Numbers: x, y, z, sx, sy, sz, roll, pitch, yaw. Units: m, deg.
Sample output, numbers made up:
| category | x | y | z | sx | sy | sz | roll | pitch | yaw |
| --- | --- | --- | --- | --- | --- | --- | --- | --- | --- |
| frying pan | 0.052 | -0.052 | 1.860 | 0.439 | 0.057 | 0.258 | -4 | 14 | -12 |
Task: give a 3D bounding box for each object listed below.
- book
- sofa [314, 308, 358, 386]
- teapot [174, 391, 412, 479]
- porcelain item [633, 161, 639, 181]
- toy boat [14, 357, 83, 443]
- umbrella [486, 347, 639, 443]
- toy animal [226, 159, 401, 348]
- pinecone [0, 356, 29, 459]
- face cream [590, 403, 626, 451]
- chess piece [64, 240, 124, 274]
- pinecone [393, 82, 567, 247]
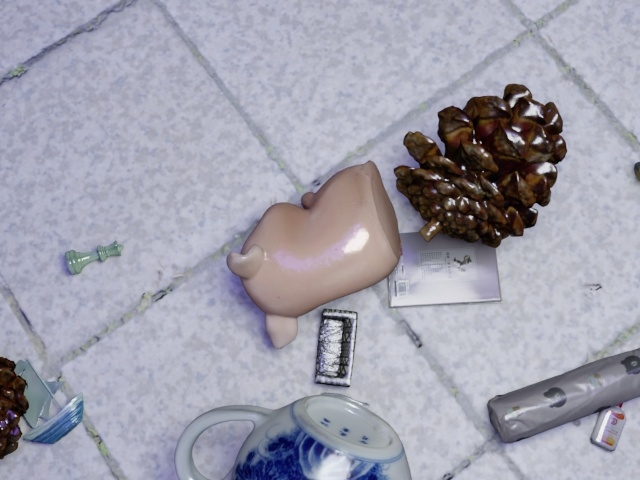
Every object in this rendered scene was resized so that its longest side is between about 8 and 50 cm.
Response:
| category | x | y | z | sx | sy | sz | roll | pitch | yaw |
| --- | --- | --- | --- | --- | --- | --- | --- | --- | --- |
| book | 0.199 | 0.044 | 1.254 | 0.182 | 0.014 | 0.127 | -4 | 75 | 2 |
| sofa | 0.025 | 0.169 | 1.217 | 0.060 | 0.039 | 0.118 | 6 | 75 | 5 |
| teapot | -0.011 | 0.368 | 1.069 | 0.424 | 0.252 | 0.280 | 23 | 101 | 9 |
| porcelain item | 0.617 | -0.122 | 1.249 | 0.216 | 0.069 | 0.081 | -11 | 87 | -1 |
| toy boat | -0.446 | 0.260 | 1.217 | 0.149 | 0.034 | 0.105 | 28 | 76 | 9 |
| umbrella | 0.418 | 0.220 | 1.169 | 0.337 | 0.067 | 0.073 | -19 | 33 | -2 |
| toy animal | -0.004 | 0.001 | 1.185 | 0.256 | 0.195 | 0.213 | -24 | 35 | 7 |
| pinecone | -0.548 | 0.238 | 1.150 | 0.221 | 0.221 | 0.221 | -1 | 75 | 3 |
| face cream | 0.444 | 0.277 | 1.177 | 0.040 | 0.021 | 0.083 | 24 | 77 | 8 |
| chess piece | -0.371 | 0.025 | 1.276 | 0.093 | 0.042 | 0.042 | -17 | 75 | -9 |
| pinecone | 0.253 | -0.120 | 1.184 | 0.244 | 0.244 | 0.309 | 38 | 65 | 11 |
